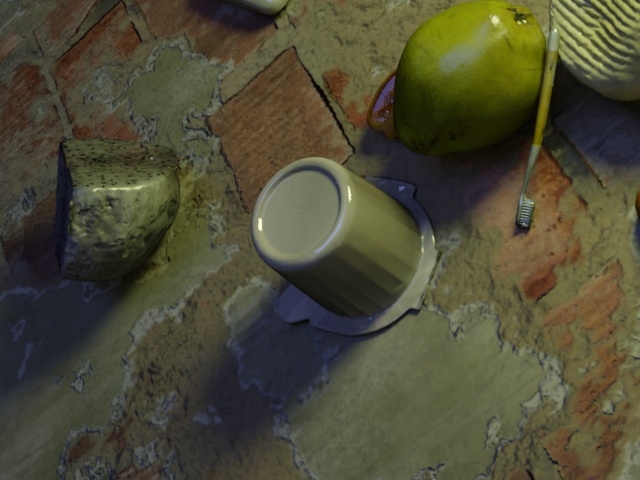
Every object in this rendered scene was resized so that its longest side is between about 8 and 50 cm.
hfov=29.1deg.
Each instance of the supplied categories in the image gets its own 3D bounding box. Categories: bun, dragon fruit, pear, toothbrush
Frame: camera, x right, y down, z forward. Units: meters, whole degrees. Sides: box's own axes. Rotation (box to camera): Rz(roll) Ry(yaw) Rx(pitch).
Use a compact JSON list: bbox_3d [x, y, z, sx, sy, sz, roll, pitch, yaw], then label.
[{"bbox_3d":[0.446,-0.313,1.704,0.259,0.160,0.259,-3,86,58],"label":"bun"},{"bbox_3d":[-0.354,-0.045,2.152,0.283,0.204,0.221,-126,43,-64],"label":"dragon fruit"},{"bbox_3d":[0.215,-0.236,1.815,0.269,0.212,0.212,-49,46,34],"label":"pear"},{"bbox_3d":[0.313,-0.157,1.756,0.024,0.021,0.288,15,103,28],"label":"toothbrush"}]

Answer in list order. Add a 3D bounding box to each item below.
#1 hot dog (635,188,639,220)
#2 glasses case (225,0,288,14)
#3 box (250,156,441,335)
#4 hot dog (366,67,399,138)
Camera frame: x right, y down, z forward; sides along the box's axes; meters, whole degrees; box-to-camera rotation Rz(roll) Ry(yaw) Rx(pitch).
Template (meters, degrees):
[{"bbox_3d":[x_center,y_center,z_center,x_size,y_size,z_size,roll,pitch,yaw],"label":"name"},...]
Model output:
[{"bbox_3d":[0.472,-0.001,1.611,0.092,0.062,0.235,-33,52,24],"label":"hot dog"},{"bbox_3d":[-0.139,-0.480,2.282,0.233,0.059,0.092,26,87,40],"label":"glasses case"},{"bbox_3d":[0.000,0.000,1.860,0.291,0.206,0.262,-29,54,19],"label":"box"},{"bbox_3d":[0.134,-0.228,1.970,0.090,0.060,0.140,26,92,37],"label":"hot dog"}]
